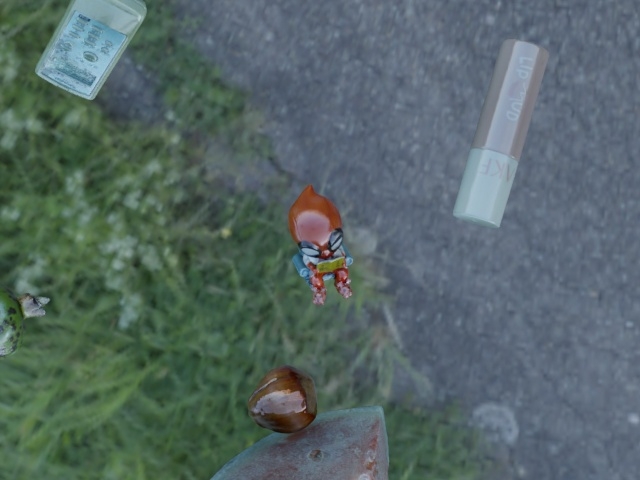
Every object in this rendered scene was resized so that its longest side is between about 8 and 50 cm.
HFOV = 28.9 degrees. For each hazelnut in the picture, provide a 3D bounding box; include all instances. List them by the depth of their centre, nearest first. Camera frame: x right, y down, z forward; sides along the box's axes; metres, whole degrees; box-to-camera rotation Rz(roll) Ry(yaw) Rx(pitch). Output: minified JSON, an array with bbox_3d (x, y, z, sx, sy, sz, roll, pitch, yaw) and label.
[{"bbox_3d":[-0.043,0.179,1.392,0.086,0.086,0.086,9,136,8],"label":"hazelnut"}]

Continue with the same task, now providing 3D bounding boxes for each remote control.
[{"bbox_3d":[-0.327,-0.284,1.756,0.098,0.038,0.233,26,145,-17],"label":"remote control"}]

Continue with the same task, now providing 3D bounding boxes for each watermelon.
[{"bbox_3d":[-0.003,0.323,1.391,0.226,0.318,0.148,7,122,45],"label":"watermelon"}]

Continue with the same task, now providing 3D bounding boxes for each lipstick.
[{"bbox_3d":[0.251,-0.148,1.724,0.070,0.255,0.070,16,176,1],"label":"lipstick"}]

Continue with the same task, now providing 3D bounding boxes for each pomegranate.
[{"bbox_3d":[-0.466,0.110,1.810,0.161,0.122,0.122,-20,144,-26],"label":"pomegranate"}]

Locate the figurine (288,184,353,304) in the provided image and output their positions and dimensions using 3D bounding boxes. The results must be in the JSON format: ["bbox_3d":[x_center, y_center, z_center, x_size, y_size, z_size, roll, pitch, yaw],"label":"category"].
[{"bbox_3d":[0.000,0.000,1.410,0.068,0.075,0.140,-16,132,-7],"label":"figurine"}]
